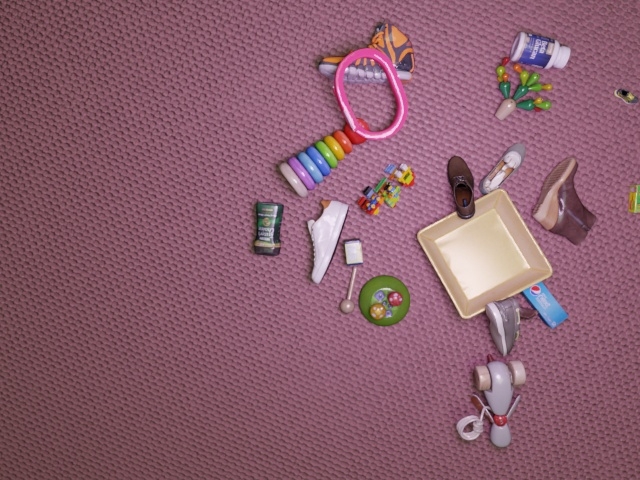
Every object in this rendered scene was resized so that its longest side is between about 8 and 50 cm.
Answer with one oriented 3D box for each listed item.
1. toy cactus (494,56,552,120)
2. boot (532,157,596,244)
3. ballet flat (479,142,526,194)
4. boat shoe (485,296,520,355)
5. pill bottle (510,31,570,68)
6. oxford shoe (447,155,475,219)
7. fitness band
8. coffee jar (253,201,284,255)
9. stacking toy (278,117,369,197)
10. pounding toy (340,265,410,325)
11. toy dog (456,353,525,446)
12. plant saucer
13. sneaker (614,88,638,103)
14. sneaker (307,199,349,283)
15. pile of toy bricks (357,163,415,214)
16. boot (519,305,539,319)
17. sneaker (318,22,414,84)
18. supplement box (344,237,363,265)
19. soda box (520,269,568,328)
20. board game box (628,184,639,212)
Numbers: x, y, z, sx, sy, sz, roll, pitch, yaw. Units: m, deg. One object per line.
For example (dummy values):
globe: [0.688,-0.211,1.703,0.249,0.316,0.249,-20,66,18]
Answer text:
toy cactus: [0.651,-0.485,1.768,0.219,0.112,0.180,37,114,-4]
boot: [0.851,-0.131,1.803,0.206,0.090,0.249,27,95,-13]
ballet flat: [0.624,-0.239,1.794,0.072,0.068,0.213,41,95,-2]
boat shoe: [0.615,0.288,1.756,0.091,0.109,0.305,-25,139,3]
pill bottle: [0.720,-0.617,1.741,0.169,0.094,0.094,14,96,1]
oxford shoe: [0.471,-0.192,1.763,0.082,0.096,0.227,-14,65,13]
fitness band: [0.160,-0.463,1.700,0.208,0.054,0.291,-27,107,-3]
coffee jar: [-0.179,-0.039,1.838,0.096,0.079,0.185,4,96,2]
stacking toy: [0.026,-0.293,1.785,0.330,0.141,0.141,-38,93,1]
pounding toy: [0.199,0.208,1.831,0.236,0.110,0.183,18,96,0]
toy dog: [0.604,0.535,1.850,0.220,0.161,0.334,14,111,-2]
plant saucer: [0.544,0.046,1.792,0.332,0.081,0.333,-28,80,5]
sneaker: [1.024,-0.480,1.772,0.083,0.035,0.031,24,97,0]
sneaker: [0.000,0.000,1.830,0.123,0.106,0.290,17,85,4]
pile of toy bricks: [0.231,-0.156,1.812,0.212,0.118,0.105,-51,120,-10]
boot: [0.677,0.220,1.824,0.114,0.106,0.037,49,58,-3]
sneaker: [0.153,-0.621,1.762,0.320,0.124,0.180,2,91,-9]
supplement box: [0.114,0.038,1.831,0.056,0.083,0.083,-6,96,2]
soda box: [0.752,0.196,1.830,0.071,0.067,0.210,-39,93,5]
board game box: [1.146,-0.139,1.796,0.181,0.043,0.092,1,95,2]
